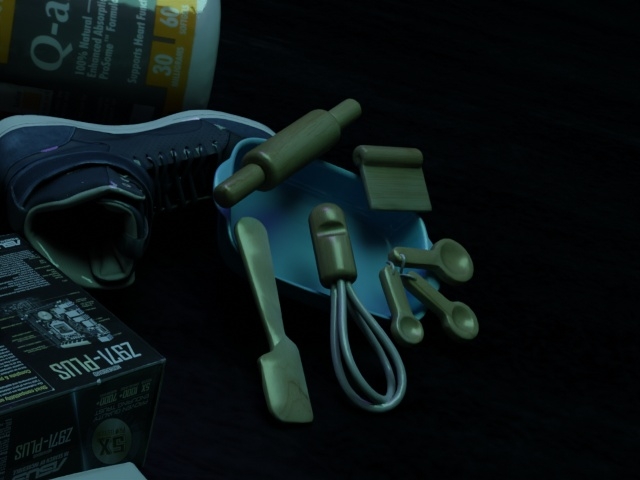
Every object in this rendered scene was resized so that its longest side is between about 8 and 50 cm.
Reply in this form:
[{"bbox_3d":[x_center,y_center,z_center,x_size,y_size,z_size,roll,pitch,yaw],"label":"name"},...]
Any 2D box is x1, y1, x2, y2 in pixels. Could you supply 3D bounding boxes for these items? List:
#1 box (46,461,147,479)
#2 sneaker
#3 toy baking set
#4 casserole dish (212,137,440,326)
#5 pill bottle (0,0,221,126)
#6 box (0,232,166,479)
[{"bbox_3d":[-0.108,0.164,0.555,0.102,0.101,0.087,-7,34,-40],"label":"box"},{"bbox_3d":[-0.111,-0.029,0.932,0.226,0.086,0.163,-3,25,-22],"label":"sneaker"},{"bbox_3d":[0.020,0.008,0.893,0.197,0.030,0.256,54,44,4],"label":"toy baking set"},{"bbox_3d":[0.000,0.000,0.932,0.188,0.037,0.114,21,51,-26],"label":"casserole dish"},{"bbox_3d":[-0.229,-0.165,1.058,0.278,0.162,0.162,7,28,-17],"label":"pill bottle"},{"bbox_3d":[-0.199,0.077,0.701,0.147,0.078,0.180,34,32,33],"label":"box"}]
